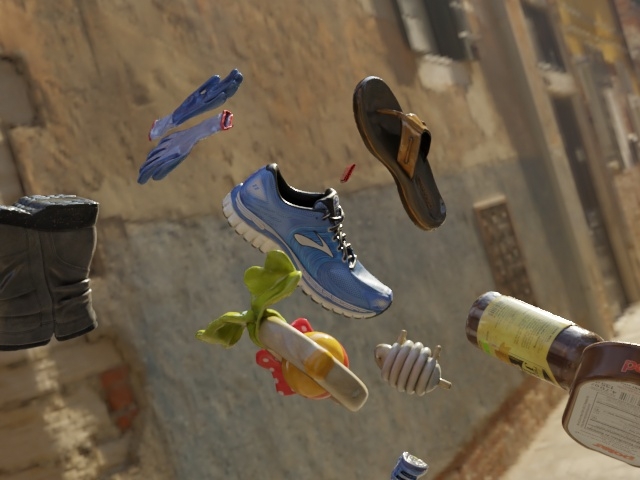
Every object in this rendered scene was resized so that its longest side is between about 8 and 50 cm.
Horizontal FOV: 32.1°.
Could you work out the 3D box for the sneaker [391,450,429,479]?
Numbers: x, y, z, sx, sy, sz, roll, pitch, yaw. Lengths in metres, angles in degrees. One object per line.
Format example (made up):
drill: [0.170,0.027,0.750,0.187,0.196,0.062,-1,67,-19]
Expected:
sneaker: [0.159,0.419,2.009,0.059,0.053,0.144,-59,-8,-7]

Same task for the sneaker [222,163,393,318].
sneaker: [0.000,0.000,1.844,0.147,0.330,0.130,-47,10,16]

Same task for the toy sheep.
toy sheep: [0.143,0.197,1.727,0.132,0.091,0.091,22,12,16]

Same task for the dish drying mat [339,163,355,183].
dish drying mat: [0.042,-0.106,1.765,0.032,0.008,0.083,-62,4,-1]

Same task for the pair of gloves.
pair of gloves: [-0.171,-0.152,1.468,0.159,0.023,0.198,-27,29,22]

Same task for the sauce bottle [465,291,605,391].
sauce bottle: [0.397,0.186,1.852,0.111,0.111,0.344,-17,27,-35]

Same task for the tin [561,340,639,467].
tin: [0.259,0.142,0.929,0.106,0.040,0.190,23,-24,17]

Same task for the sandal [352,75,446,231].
sandal: [0.112,-0.111,1.388,0.060,0.219,0.090,-15,20,38]

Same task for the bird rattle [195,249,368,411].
bird rattle: [-0.029,0.148,1.358,0.143,0.253,0.207,-44,48,-14]

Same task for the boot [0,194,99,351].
boot: [-0.462,0.054,1.560,0.338,0.223,0.118,-1,13,-33]
